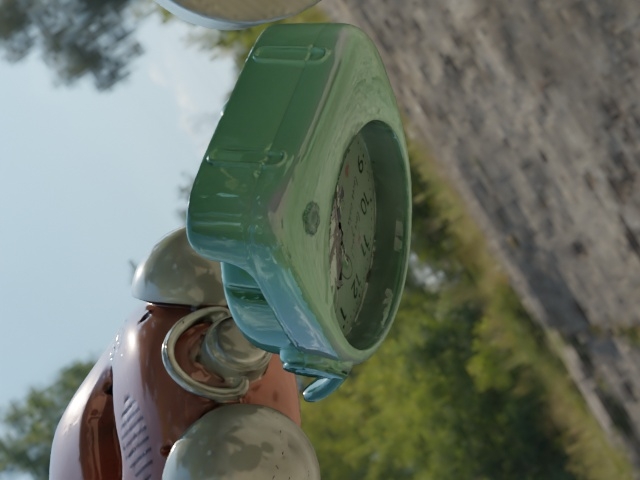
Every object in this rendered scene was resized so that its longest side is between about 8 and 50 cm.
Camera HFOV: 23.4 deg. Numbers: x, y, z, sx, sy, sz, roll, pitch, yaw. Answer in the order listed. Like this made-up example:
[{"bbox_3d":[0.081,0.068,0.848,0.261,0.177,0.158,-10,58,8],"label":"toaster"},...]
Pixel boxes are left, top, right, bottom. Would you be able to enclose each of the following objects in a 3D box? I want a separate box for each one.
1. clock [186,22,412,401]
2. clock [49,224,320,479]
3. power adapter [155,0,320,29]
[{"bbox_3d":[0.000,0.000,0.537,0.135,0.041,0.101,71,-149,-46],"label":"clock"},{"bbox_3d":[-0.065,0.090,0.706,0.092,0.162,0.166,5,-131,-23],"label":"clock"},{"bbox_3d":[-0.027,-0.131,0.392,0.125,0.130,0.205,37,-176,-8],"label":"power adapter"}]
